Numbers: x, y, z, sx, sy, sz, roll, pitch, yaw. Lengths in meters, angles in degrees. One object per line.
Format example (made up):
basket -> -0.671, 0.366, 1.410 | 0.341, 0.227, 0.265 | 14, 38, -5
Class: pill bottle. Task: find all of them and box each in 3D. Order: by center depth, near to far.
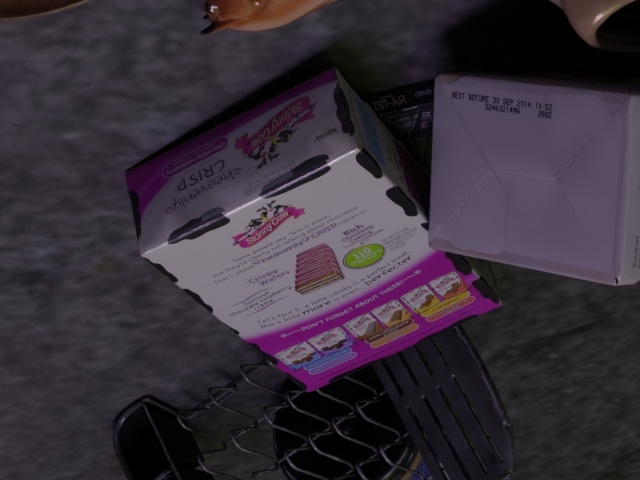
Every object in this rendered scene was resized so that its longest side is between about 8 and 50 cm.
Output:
pill bottle -> 0.055, 0.182, 1.596 | 0.123, 0.123, 0.219 | -29, 149, 8

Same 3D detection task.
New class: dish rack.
dish rack -> 0.001, 0.155, 1.451 | 0.271, 0.208, 0.074 | -36, 159, 17

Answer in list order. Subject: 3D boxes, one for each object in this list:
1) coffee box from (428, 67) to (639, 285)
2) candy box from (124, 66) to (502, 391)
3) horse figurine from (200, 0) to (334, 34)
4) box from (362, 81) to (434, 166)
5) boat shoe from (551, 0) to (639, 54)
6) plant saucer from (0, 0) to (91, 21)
coffee box -> 0.235, -0.048, 1.279 | 0.297, 0.168, 0.119 | -5, 101, -39
candy box -> 0.000, 0.000, 1.306 | 0.159, 0.071, 0.233 | -25, 145, 15
horse figurine -> 0.052, -0.198, 1.087 | 0.263, 0.066, 0.174 | -17, 141, -6
box -> 0.040, -0.066, 1.317 | 0.067, 0.018, 0.083 | -15, 147, -15
boat shoe -> 0.271, -0.152, 1.258 | 0.341, 0.110, 0.121 | 0, 141, -34
plant saucer -> -0.145, -0.190, 0.989 | 0.199, 0.036, 0.198 | -17, 147, -12
